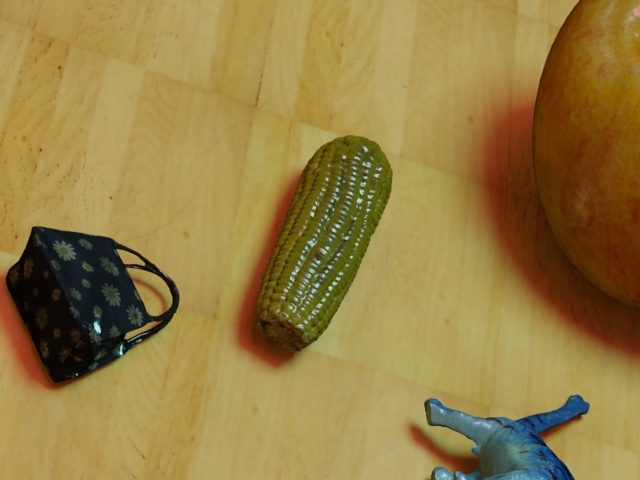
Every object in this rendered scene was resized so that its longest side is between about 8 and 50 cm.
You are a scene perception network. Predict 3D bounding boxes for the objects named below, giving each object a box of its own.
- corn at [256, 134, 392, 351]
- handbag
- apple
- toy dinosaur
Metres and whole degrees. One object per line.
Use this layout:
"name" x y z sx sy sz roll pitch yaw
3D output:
"corn" 0.000 0.000 1.680 0.080 0.080 0.231 28 50 -3
"handbag" -0.171 0.048 1.575 0.139 0.072 0.115 -4 53 -43
"apple" 0.328 -0.098 1.749 0.299 0.275 0.299 -6 43 6
"toy dinosaur" 0.149 0.194 1.577 0.144 0.076 0.329 7 21 3
